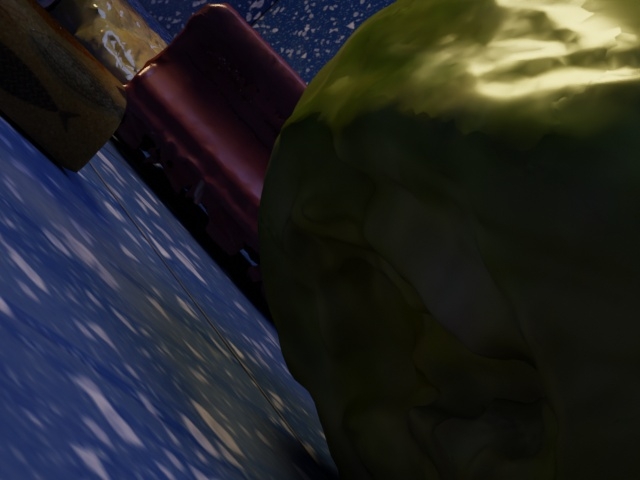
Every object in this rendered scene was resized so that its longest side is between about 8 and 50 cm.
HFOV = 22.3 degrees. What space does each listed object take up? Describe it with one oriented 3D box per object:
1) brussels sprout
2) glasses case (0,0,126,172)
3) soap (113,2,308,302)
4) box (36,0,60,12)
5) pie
[{"bbox_3d":[0.132,0.042,0.579,0.344,0.268,0.344,24,12,-6],"label":"brussels sprout"},{"bbox_3d":[-0.145,-0.100,0.622,0.170,0.041,0.064,44,3,-38],"label":"glasses case"},{"bbox_3d":[0.000,0.000,0.920,0.250,0.099,0.162,48,-4,14],"label":"soap"},{"bbox_3d":[-0.240,-0.278,1.022,0.190,0.112,0.369,44,3,-32],"label":"box"},{"bbox_3d":[-0.120,-0.112,1.090,0.218,0.052,0.185,49,1,-7],"label":"pie"}]
